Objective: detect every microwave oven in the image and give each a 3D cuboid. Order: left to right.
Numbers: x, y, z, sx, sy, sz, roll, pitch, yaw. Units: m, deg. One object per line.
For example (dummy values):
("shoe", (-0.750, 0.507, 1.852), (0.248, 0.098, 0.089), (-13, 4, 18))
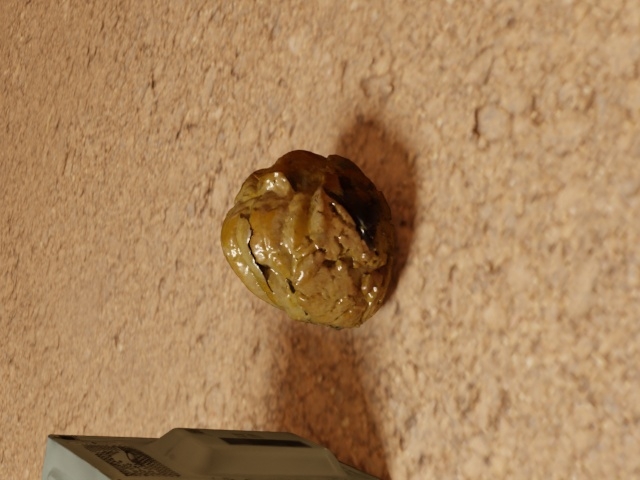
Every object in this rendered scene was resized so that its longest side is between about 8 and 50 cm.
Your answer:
("microwave oven", (-0.075, 0.212, 0.675), (0.122, 0.208, 0.162), (10, 90, 54))

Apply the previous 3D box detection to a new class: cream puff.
("cream puff", (0.000, 0.000, 0.710), (0.104, 0.119, 0.133), (-31, 84, 26))
